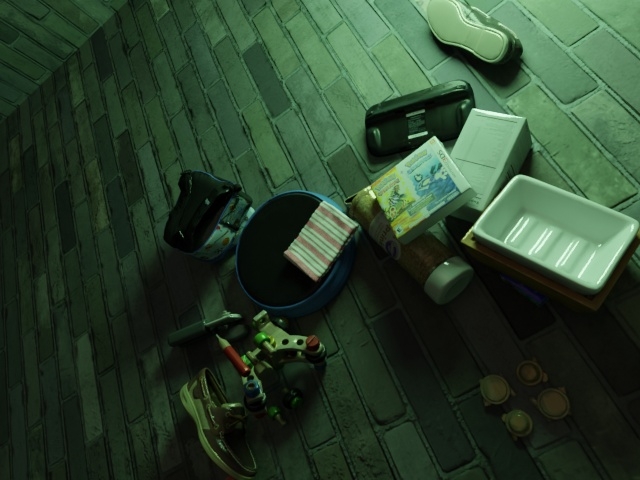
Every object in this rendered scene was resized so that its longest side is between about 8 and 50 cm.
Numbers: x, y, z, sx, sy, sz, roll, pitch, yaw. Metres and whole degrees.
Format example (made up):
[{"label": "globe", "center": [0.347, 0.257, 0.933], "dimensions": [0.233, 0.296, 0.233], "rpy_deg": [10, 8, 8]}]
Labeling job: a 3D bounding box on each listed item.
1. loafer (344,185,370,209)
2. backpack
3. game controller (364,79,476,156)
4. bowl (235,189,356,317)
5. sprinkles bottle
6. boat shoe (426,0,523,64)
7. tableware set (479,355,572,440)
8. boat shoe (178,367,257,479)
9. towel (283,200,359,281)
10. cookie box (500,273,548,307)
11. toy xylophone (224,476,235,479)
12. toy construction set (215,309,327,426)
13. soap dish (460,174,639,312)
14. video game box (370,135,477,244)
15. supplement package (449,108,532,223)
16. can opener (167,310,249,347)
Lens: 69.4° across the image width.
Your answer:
[{"label": "loafer", "center": [0.126, -0.127, 1.330], "dimensions": [0.125, 0.039, 0.045], "rpy_deg": [-28, 61, 19]}, {"label": "backpack", "center": [-0.363, -0.067, 1.485], "dimensions": [0.277, 0.213, 0.263], "rpy_deg": [21, 76, 39]}, {"label": "game controller", "center": [0.277, -0.345, 1.320], "dimensions": [0.320, 0.067, 0.166], "rpy_deg": [-10, 83, 27]}, {"label": "bowl", "center": [-0.089, 0.031, 1.374], "dimensions": [0.392, 0.077, 0.390], "rpy_deg": [-10, 68, 26]}, {"label": "sprinkles bottle", "center": [0.222, 0.002, 1.184], "dimensions": [0.121, 0.121, 0.355], "rpy_deg": [-47, 57, 7]}, {"label": "boat shoe", "center": [0.427, -0.590, 1.307], "dimensions": [0.335, 0.096, 0.112], "rpy_deg": [55, 138, 35]}, {"label": "tableware set", "center": [0.441, 0.339, 1.004], "dimensions": [0.169, 0.020, 0.141], "rpy_deg": [-34, 58, 16]}, {"label": "boat shoe", "center": [-0.267, 0.501, 1.288], "dimensions": [0.123, 0.123, 0.342], "rpy_deg": [-48, 54, 3]}, {"label": "towel", "center": [0.000, 0.000, 1.272], "dimensions": [0.144, 0.029, 0.197], "rpy_deg": [37, 93, 33]}, {"label": "cookie box", "center": [0.484, 0.083, 1.055], "dimensions": [0.091, 0.040, 0.107], "rpy_deg": [-49, 56, 4]}, {"label": "toy xylophone", "center": [-0.262, 0.777, 1.202], "dimensions": [0.323, 0.081, 0.236], "rpy_deg": [-38, 59, 17]}, {"label": "toy construction set", "center": [-0.161, 0.291, 1.206], "dimensions": [0.257, 0.309, 0.237], "rpy_deg": [-50, 52, -4]}, {"label": "soap dish", "center": [0.490, 0.004, 0.993], "dimensions": [0.291, 0.118, 0.229], "rpy_deg": [32, 67, 30]}, {"label": "video game box", "center": [0.239, -0.121, 1.108], "dimensions": [0.205, 0.048, 0.187], "rpy_deg": [-38, 48, 20]}, {"label": "supplement package", "center": [0.398, -0.175, 1.137], "dimensions": [0.139, 0.134, 0.243], "rpy_deg": [24, 86, 35]}, {"label": "can opener", "center": [-0.353, 0.287, 1.434], "dimensions": [0.281, 0.074, 0.093], "rpy_deg": [-20, 65, 23]}]
